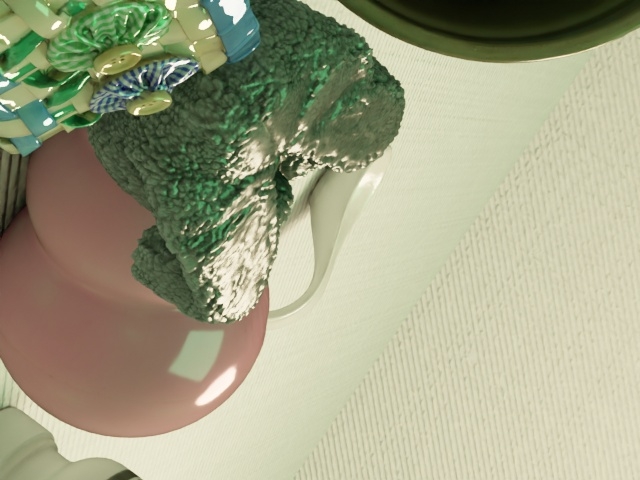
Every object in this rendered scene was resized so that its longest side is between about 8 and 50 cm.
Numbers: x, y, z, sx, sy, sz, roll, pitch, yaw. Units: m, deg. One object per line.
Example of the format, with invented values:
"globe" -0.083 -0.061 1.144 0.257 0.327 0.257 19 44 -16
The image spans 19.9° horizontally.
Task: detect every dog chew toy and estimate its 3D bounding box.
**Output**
"dog chew toy" -0.119 -0.019 1.283 0.206 0.207 0.332 -40 155 -48

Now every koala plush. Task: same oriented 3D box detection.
"koala plush" -0.095 -0.100 1.056 0.196 0.221 0.203 -49 160 -8

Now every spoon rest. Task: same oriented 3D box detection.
"spoon rest" 0.000 0.000 2.087 0.276 0.084 0.137 -49 168 -17

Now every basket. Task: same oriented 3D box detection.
"basket" -0.091 -0.182 0.858 0.289 0.201 0.255 -43 168 0

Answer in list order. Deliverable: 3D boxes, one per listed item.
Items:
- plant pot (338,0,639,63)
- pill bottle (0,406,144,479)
"plant pot" 0.112 -0.283 1.236 0.323 0.323 0.280 -54 -174 4
"pill bottle" -0.182 0.322 1.597 0.210 0.363 0.210 -51 169 -14
